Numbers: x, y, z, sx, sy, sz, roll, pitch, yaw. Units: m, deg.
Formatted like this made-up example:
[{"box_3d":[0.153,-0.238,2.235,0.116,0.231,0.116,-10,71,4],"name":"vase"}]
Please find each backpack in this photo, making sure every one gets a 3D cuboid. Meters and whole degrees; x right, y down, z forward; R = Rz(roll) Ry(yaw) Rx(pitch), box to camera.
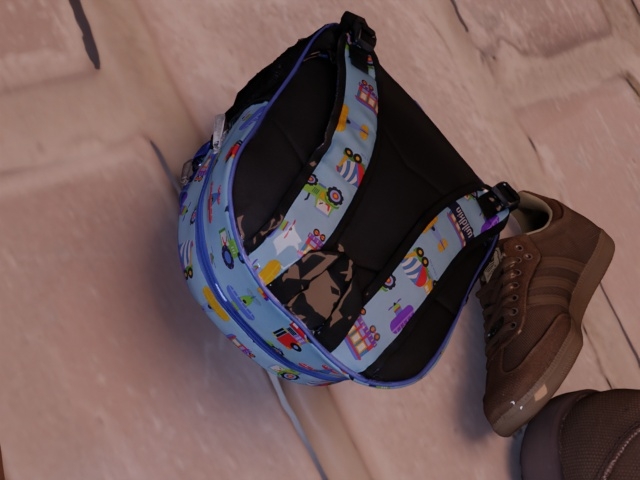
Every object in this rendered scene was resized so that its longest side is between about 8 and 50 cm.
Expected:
[{"box_3d":[0.000,0.000,0.783,0.158,0.117,0.173,47,42,-16],"name":"backpack"}]

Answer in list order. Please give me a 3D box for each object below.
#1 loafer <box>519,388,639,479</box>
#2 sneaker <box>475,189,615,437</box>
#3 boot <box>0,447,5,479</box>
[{"box_3d":[0.225,0.244,0.862,0.134,0.130,0.366,-11,76,-48],"name":"loafer"},{"box_3d":[0.117,0.040,0.936,0.071,0.066,0.188,36,38,-2],"name":"sneaker"},{"box_3d":[-0.199,0.034,0.614,0.106,0.082,0.219,-20,86,-27],"name":"boot"}]
